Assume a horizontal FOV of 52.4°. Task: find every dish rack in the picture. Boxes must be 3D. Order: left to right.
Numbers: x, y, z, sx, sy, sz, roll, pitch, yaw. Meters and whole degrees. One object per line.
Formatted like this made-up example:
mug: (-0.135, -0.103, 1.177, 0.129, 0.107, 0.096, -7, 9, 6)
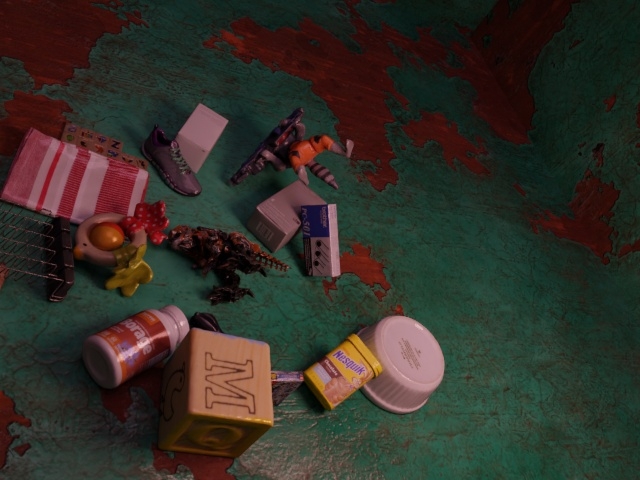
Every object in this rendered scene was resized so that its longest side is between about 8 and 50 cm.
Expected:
dish rack: (-0.657, 0.005, 1.397, 0.271, 0.074, 0.208, 23, 38, -47)

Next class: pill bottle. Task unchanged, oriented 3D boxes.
pill bottle: (-0.397, 0.223, 1.423, 0.121, 0.121, 0.216, 50, 40, 11)

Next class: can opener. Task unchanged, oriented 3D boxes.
can opener: (-0.244, 0.244, 1.580, 0.186, 0.059, 0.073, 46, 12, -8)

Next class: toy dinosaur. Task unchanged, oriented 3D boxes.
toy dinosaur: (-0.233, 0.035, 1.716, 0.321, 0.164, 0.218, -5, 38, -16)

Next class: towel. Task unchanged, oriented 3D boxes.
towel: (-0.607, -0.140, 1.649, 0.328, 0.037, 0.237, 20, 48, -24)

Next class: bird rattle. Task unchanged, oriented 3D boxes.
bird rattle: (-0.475, -0.009, 1.554, 0.206, 0.143, 0.254, 12, 51, -11)

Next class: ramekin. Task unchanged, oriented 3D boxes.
ramekin: (0.222, 0.332, 1.806, 0.272, 0.127, 0.273, 22, 43, -22)

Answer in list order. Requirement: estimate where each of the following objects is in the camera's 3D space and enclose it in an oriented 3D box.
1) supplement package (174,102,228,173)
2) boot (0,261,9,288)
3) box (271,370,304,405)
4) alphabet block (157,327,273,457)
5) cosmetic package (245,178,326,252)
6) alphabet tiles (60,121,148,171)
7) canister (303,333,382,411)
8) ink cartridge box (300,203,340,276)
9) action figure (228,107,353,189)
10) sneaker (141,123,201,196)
supplement package: (-0.366, -0.307, 1.947, 0.105, 0.105, 0.179, 31, 40, -12)
boot: (-0.752, 0.068, 1.319, 0.197, 0.073, 0.152, 31, 37, -15)
box: (-0.111, 0.347, 1.521, 0.093, 0.137, 0.027, 8, 49, -32)
alphabet block: (-0.226, 0.333, 1.405, 0.193, 0.192, 0.197, 15, 45, -25)
cosmetic package: (-0.101, -0.077, 1.948, 0.127, 0.107, 0.238, 41, 42, 6)
alphabet tiles: (-0.588, -0.214, 1.763, 0.237, 0.009, 0.198, 19, 44, -24)
canister: (0.053, 0.338, 1.661, 0.170, 0.073, 0.126, -34, 73, -21)
ink cartridge box: (0.000, 0.000, 1.876, 0.046, 0.097, 0.207, -10, 98, -56)
action figure: (-0.101, -0.235, 1.993, 0.341, 0.330, 0.178, -46, 127, -14)
sneaker: (-0.413, -0.223, 1.837, 0.223, 0.098, 0.083, 44, 40, 4)
